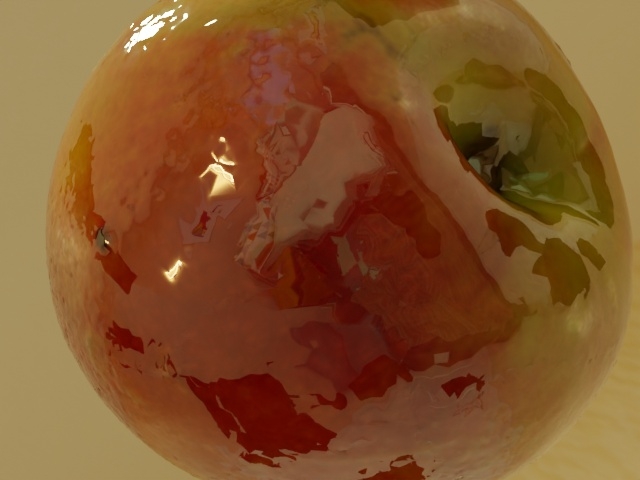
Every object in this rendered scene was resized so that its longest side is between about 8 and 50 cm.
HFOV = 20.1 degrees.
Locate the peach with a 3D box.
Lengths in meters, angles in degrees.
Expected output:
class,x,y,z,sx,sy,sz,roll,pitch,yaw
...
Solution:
class,x,y,z,sx,sy,sz,roll,pitch,yaw
peach,0.000,0.000,1.166,0.388,0.388,0.388,-8,-73,-28
